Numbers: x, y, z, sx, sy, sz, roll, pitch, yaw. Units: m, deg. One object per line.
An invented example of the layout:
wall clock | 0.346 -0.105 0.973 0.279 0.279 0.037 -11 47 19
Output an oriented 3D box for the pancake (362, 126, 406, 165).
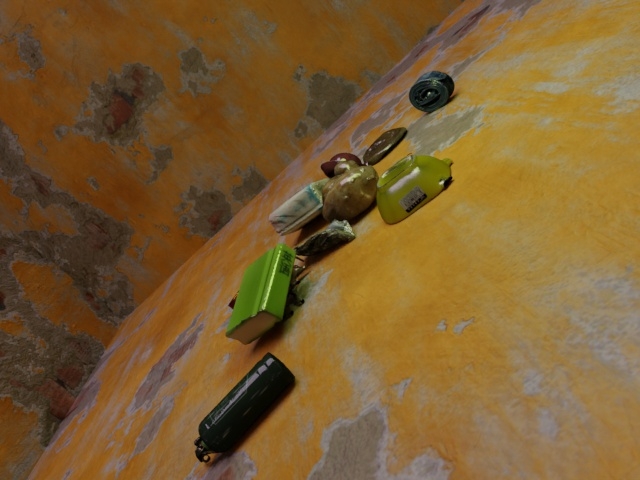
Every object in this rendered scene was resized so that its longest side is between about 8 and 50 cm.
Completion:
pancake | 0.270 -0.418 2.124 0.242 0.050 0.241 -39 19 16

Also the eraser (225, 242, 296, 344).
eraser | -0.182 0.165 1.546 0.210 0.092 0.274 -37 29 36

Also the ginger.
ginger | 0.092 -0.182 1.791 0.244 0.155 0.304 -58 21 10

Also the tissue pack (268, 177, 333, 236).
tissue pack | -0.056 -0.136 2.020 0.271 0.124 0.201 -34 -6 33

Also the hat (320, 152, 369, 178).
hat | 0.102 -0.305 2.007 0.205 0.206 0.089 -14 72 59

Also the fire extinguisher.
fire extinguisher | -0.198 0.414 1.194 0.311 0.095 0.114 -45 -21 -7

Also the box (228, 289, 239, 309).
box | -0.286 0.189 1.940 0.175 0.048 0.112 -54 4 -30

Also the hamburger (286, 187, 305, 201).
hamburger | -0.084 -0.159 2.212 0.166 0.137 0.087 -37 50 29

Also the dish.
dish | 0.260 -0.177 1.488 0.263 0.108 0.221 -34 21 32

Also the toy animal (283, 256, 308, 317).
toy animal | -0.122 0.156 1.626 0.243 0.087 0.260 -46 20 -9

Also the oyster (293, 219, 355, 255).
oyster | -0.001 -0.003 1.717 0.252 0.087 0.199 -24 1 9

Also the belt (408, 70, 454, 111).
belt | 0.445 -0.597 1.988 0.190 0.141 0.082 -13 37 55
